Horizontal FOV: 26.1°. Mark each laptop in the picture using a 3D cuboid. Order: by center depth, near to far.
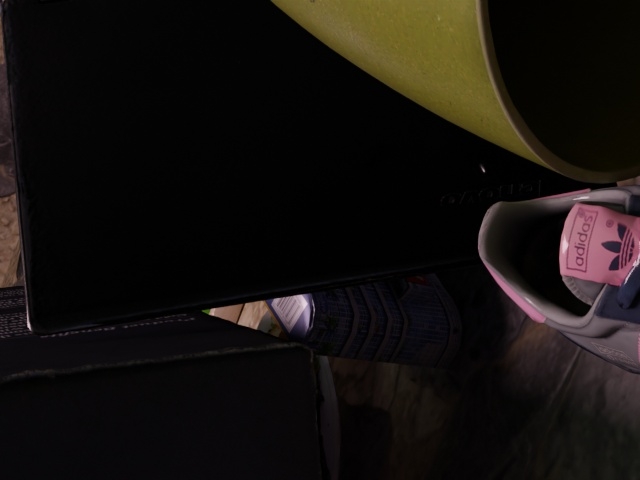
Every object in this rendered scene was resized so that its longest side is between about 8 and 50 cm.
[{"bbox_3d":[-0.028,-0.099,1.034,0.408,0.382,0.236,-148,50,-82],"label":"laptop"}]

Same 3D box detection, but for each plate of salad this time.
[{"bbox_3d":[-0.034,0.151,1.145,0.200,0.048,0.200,179,90,-64],"label":"plate of salad"}]

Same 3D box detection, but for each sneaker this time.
[{"bbox_3d":[0.192,0.025,0.679,0.319,0.131,0.112,-3,69,66],"label":"sneaker"}]

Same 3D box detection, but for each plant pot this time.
[{"bbox_3d":[0.075,-0.198,0.817,0.293,0.275,0.275,20,90,44],"label":"plant pot"}]

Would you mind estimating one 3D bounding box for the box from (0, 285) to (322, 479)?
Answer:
[{"bbox_3d":[-0.203,0.290,0.952,0.472,0.297,0.480,-170,75,-69],"label":"box"}]

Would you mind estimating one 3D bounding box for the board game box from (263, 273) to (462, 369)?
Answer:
[{"bbox_3d":[0.029,0.009,1.040,0.060,0.194,0.194,-59,44,25],"label":"board game box"}]

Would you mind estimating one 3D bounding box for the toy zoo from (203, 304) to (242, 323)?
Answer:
[{"bbox_3d":[-0.158,0.079,1.572,0.192,0.030,0.293,-69,22,3],"label":"toy zoo"}]
